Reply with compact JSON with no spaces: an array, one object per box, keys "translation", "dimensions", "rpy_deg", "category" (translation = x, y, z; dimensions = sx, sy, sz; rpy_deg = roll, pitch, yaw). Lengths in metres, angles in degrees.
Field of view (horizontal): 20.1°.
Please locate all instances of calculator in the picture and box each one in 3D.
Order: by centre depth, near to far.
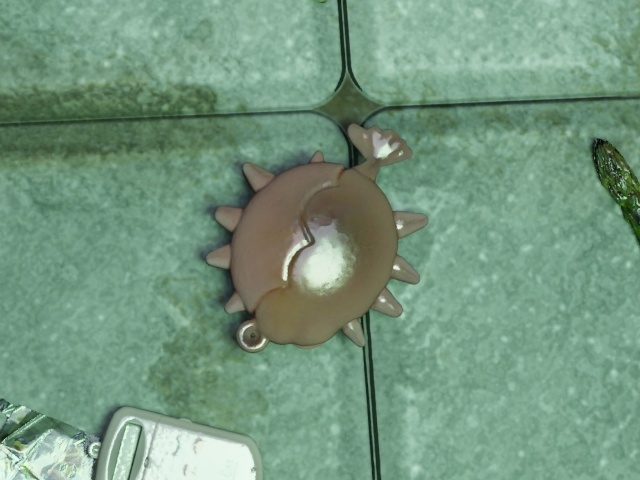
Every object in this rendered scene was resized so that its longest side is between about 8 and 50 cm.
[{"translation":[-0.142,0.223,1.760],"dimensions":[0.175,0.032,0.100],"rpy_deg":[15,82,-8],"category":"calculator"}]

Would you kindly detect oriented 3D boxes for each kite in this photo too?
[{"translation":[-0.310,0.200,1.750],"dimensions":[0.245,0.015,0.141],"rpy_deg":[39,75,-4],"category":"kite"}]

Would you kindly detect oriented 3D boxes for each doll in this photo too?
[{"translation":[0.000,0.000,1.778],"dimensions":[0.211,0.093,0.262],"rpy_deg":[27,81,-1],"category":"doll"}]

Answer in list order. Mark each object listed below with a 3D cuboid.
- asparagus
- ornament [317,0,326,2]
[{"translation":[0.323,-0.033,1.858],"dimensions":[0.036,0.030,0.165],"rpy_deg":[-30,89,17],"category":"asparagus"},{"translation":[-0.028,-0.326,1.831],"dimensions":[0.201,0.059,0.180],"rpy_deg":[-24,90,-12],"category":"ornament"}]
